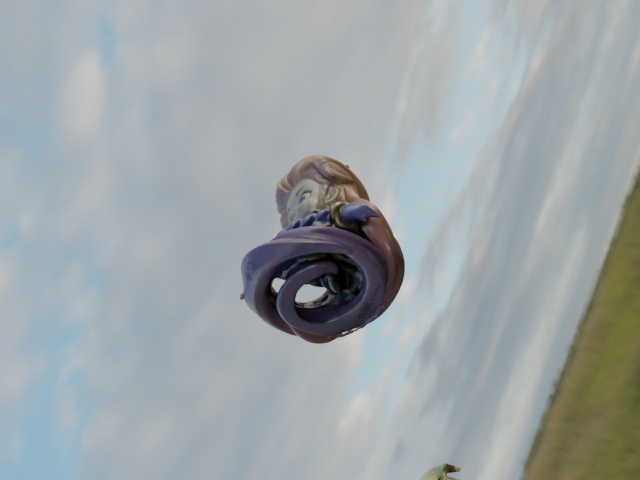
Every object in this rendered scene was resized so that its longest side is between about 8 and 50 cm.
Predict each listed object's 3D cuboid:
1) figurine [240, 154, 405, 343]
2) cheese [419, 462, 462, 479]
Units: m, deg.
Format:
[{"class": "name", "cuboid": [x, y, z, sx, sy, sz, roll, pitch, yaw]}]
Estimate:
[{"class": "figurine", "cuboid": [0.009, 0.005, 0.901, 0.157, 0.114, 0.126, -70, 1, -57]}, {"class": "cheese", "cuboid": [0.185, 0.385, 1.324, 0.128, 0.259, 0.316, -30, -67, -26]}]
